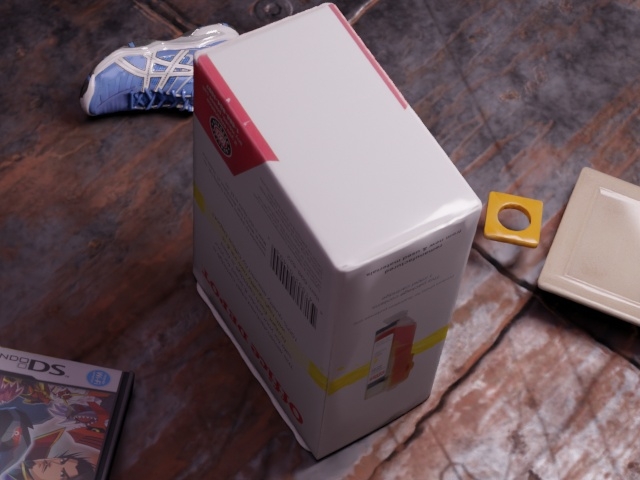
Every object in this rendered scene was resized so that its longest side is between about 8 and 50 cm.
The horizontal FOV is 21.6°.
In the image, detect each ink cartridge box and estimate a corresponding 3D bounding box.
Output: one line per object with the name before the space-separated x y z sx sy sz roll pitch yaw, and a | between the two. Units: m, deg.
ink cartridge box | 0.000 0.000 1.689 0.160 0.385 0.279 -25 63 -20

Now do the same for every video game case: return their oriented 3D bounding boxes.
video game case | -0.334 0.211 1.687 0.248 0.035 0.275 12 39 -2

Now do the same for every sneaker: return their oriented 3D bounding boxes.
sneaker | -0.180 -0.190 1.972 0.211 0.080 0.081 -22 59 -13

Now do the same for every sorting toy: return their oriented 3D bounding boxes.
sorting toy | 0.349 0.021 1.884 0.347 0.047 0.196 21 54 8
